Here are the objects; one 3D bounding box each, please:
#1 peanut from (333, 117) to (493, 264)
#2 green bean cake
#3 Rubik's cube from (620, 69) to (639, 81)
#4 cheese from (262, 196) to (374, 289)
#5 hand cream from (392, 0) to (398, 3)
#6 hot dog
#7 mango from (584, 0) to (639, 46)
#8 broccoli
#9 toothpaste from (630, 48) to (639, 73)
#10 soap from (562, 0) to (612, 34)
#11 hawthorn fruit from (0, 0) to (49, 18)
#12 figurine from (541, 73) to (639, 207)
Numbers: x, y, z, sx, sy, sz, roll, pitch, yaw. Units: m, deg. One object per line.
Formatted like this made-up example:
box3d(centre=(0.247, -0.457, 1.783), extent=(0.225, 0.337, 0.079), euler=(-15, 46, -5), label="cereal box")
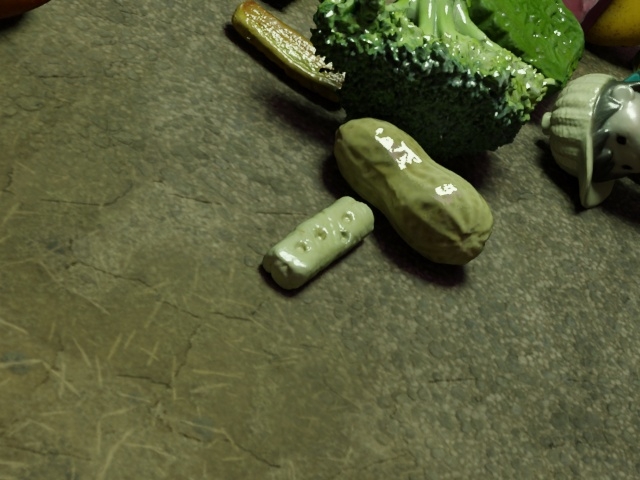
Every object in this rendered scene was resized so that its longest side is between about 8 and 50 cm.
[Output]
box3d(centre=(0.118, -0.070, 1.444), extent=(0.256, 0.123, 0.123), euler=(42, 39, 10), label="peanut")
box3d(centre=(0.336, -0.358, 1.840), extent=(0.248, 0.125, 0.222), euler=(51, 42, -12), label="green bean cake")
box3d(centre=(0.586, -0.230, 1.768), extent=(0.284, 0.234, 0.250), euler=(-22, 62, -14), label="Rubik's cube")
box3d(centre=(0.000, 0.000, 1.351), extent=(0.065, 0.043, 0.194), euler=(38, 40, 13), label="cheese")
box3d(centre=(0.234, -0.391, 1.912), extent=(0.120, 0.061, 0.270), euler=(39, 31, 30), label="hand cream")
box3d(centre=(-0.042, -0.271, 1.597), extent=(0.215, 0.047, 0.066), euler=(35, 53, 0), label="hot dog")
box3d(centre=(0.589, -0.469, 2.096), extent=(0.290, 0.191, 0.160), euler=(8, 20, 35), label="mango")
box3d(centre=(0.199, -0.300, 1.590), extent=(0.274, 0.353, 0.397), euler=(3, 44, 27), label="broccoli")
box3d(centre=(0.674, -0.281, 2.059), extent=(0.077, 0.110, 0.327), euler=(21, 40, -14), label="toothpaste")
box3d(centre=(0.391, -0.543, 2.035), extent=(0.359, 0.233, 0.128), euler=(47, 39, 15), label="soap")
box3d(centre=(-0.389, -0.373, 1.354), extent=(0.196, 0.196, 0.225), euler=(50, 32, 19), label="hawthorn fruit")
box3d(centre=(0.522, -0.190, 1.710), extent=(0.204, 0.332, 0.185), euler=(-95, 162, -45), label="figurine")
